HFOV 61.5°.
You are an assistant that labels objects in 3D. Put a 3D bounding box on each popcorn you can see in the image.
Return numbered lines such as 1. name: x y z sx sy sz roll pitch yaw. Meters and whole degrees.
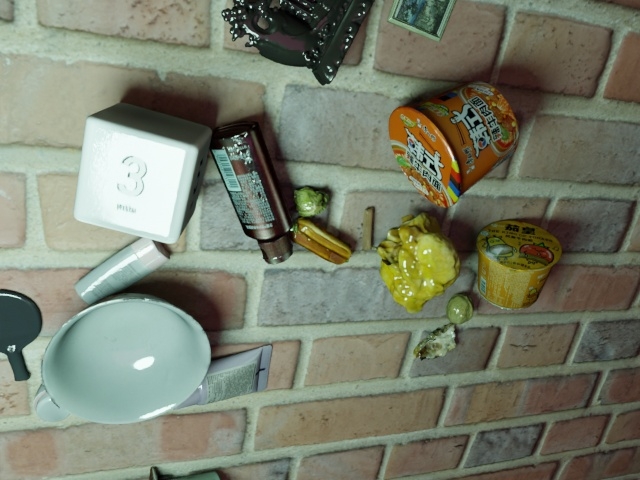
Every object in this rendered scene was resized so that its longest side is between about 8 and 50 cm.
1. popcorn: 0.254 0.057 1.353 0.191 0.190 0.253 -25 118 -14

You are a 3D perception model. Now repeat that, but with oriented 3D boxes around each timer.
1. timer: -0.329 -0.132 1.017 0.193 0.194 0.194 15 110 -8

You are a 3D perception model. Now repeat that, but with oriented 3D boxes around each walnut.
1. walnut: 0.400 0.197 1.539 0.092 0.092 0.092 -8 118 -16

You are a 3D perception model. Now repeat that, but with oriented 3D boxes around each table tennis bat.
1. table tennis bat: -0.688 0.213 1.184 0.150 0.027 0.236 -10 117 -15

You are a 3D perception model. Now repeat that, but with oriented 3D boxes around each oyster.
1. oyster: 0.334 0.304 1.585 0.148 0.051 0.103 -18 119 -28

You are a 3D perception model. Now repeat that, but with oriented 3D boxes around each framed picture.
1. framed picture: 0.234 -0.535 1.144 0.142 0.011 0.183 11 111 -25

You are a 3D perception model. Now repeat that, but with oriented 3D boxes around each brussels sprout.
1. brussels sprout: -0.016 -0.088 1.258 0.085 0.058 0.085 -20 128 -29

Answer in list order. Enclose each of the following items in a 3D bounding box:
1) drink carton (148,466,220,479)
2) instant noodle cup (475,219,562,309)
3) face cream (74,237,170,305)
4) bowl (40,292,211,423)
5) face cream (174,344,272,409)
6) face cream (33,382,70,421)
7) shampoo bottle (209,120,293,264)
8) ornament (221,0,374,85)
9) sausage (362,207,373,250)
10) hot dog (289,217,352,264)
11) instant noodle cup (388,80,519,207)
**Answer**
1. drink carton: -0.375 0.735 1.490 0.190 0.185 0.191 -2 115 -32
2. instant noodle cup: 0.521 0.072 1.454 0.216 0.215 0.172 -13 129 -13
3. face cream: -0.436 0.065 1.182 0.198 0.057 0.084 -33 129 -4
4. bowl: -0.429 0.233 1.206 0.346 0.157 0.345 -9 121 -16
5. face cream: -0.254 0.358 1.388 0.274 0.096 0.154 -6 116 -32
6. face cream: -0.612 0.363 1.247 0.091 0.095 0.091 -8 119 -16
7. shampoo bottle: -0.139 -0.097 1.180 0.129 0.084 0.322 -5 124 23
8. ornament: -0.044 -0.455 1.042 0.261 0.106 0.251 27 97 -20
9. sausage: 0.120 -0.028 1.354 0.026 0.026 0.116 -8 118 -16
10. hot dog: 0.000 0.000 1.306 0.188 0.055 0.072 32 133 -25
11. instant noodle cup: 0.302 -0.225 1.203 0.192 0.250 0.250 -30 122 -13
